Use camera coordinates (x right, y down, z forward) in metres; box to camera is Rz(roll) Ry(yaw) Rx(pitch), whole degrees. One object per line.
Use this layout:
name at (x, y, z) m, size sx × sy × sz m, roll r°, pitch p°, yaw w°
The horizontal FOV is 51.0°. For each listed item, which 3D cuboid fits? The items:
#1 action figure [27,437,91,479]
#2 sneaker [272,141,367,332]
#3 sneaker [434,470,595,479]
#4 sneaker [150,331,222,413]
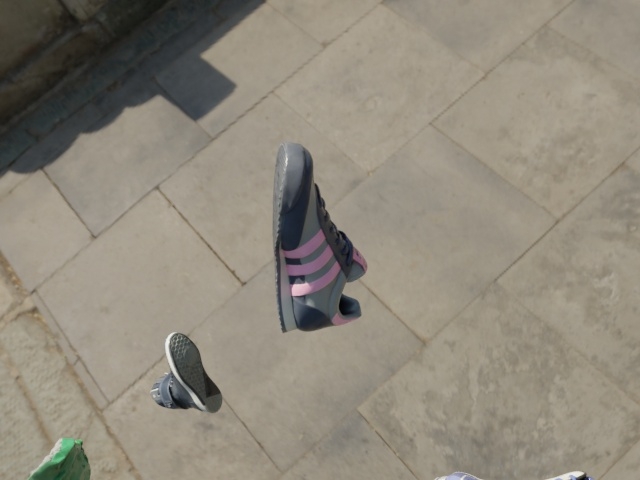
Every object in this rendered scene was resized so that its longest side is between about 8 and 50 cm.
action figure at (-0.366, 0.346, 0.952) m, size 0.064 × 0.232 × 0.137 m, roll -24°, pitch 104°, yaw -5°
sneaker at (0.000, 0.000, 0.922) m, size 0.131 × 0.318 × 0.112 m, roll -2°, pitch 44°, yaw -2°
sneaker at (0.307, 0.387, 0.970) m, size 0.182 × 0.315 × 0.127 m, roll -32°, pitch 46°, yaw 21°
sneaker at (-0.343, 0.308, 1.556) m, size 0.164 × 0.226 × 0.086 m, roll -3°, pitch 31°, yaw 33°
